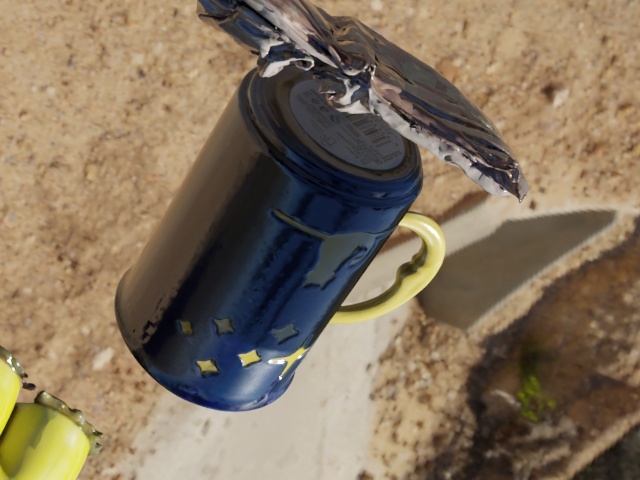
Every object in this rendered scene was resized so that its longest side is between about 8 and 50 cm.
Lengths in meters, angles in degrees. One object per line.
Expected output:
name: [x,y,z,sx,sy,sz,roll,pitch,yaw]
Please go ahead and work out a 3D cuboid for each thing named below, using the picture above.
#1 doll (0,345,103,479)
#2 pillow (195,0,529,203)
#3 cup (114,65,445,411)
doll: [-0.143,0.131,0.310,0.143,0.135,0.221,55,33,-43]
pillow: [0.013,-0.101,0.630,0.248,0.135,0.049,31,105,-15]
cup: [-0.017,-0.014,0.939,0.255,0.178,0.256,-20,152,-50]
